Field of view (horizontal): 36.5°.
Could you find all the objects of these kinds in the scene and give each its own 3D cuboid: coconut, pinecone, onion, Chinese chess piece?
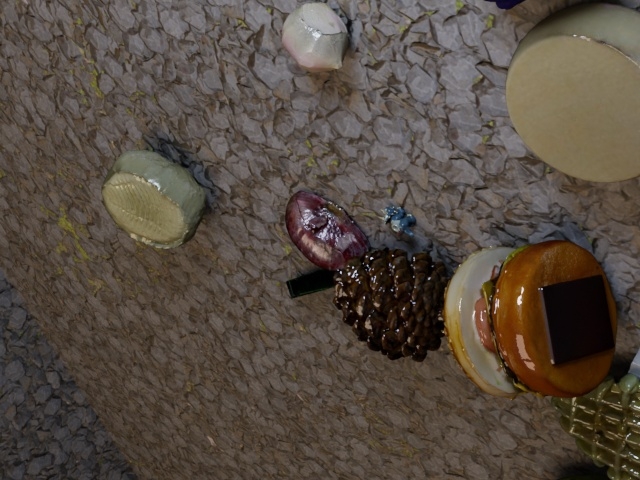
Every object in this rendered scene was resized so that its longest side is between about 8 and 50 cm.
[{"bbox_3d":[-0.003,-0.342,1.657,0.124,0.110,0.110,47,147,8],"label":"coconut"},{"bbox_3d":[0.144,0.120,1.908,0.272,0.224,0.224,17,138,37],"label":"pinecone"},{"bbox_3d":[0.000,0.000,2.028,0.206,0.098,0.151,35,144,12],"label":"onion"},{"bbox_3d":[0.395,-0.209,1.389,0.273,0.102,0.273,26,142,22],"label":"Chinese chess piece"}]

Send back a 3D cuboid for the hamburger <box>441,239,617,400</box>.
[{"bbox_3d":[0.355,0.135,1.666,0.291,0.291,0.225,53,146,-14],"label":"hamburger"}]

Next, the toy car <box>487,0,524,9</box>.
[{"bbox_3d":[0.256,-0.400,1.273,0.172,0.158,0.235,46,146,-2],"label":"toy car"}]

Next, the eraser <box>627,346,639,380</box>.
[{"bbox_3d":[0.594,0.290,1.772,0.092,0.046,0.212,25,142,25],"label":"eraser"}]

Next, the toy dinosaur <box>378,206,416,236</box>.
[{"bbox_3d":[0.151,-0.035,1.878,0.083,0.047,0.030,36,144,14],"label":"toy dinosaur"}]

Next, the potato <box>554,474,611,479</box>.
[{"bbox_3d":[0.563,0.586,1.990,0.304,0.216,0.216,-27,106,45],"label":"potato"}]

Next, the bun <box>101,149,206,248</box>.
[{"bbox_3d":[-0.375,-0.105,2.256,0.259,0.152,0.259,17,139,15],"label":"bun"}]

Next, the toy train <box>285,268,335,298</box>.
[{"bbox_3d":[0.001,0.089,2.173,0.209,0.042,0.044,-18,92,52],"label":"toy train"}]

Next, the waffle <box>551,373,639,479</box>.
[{"bbox_3d":[0.584,0.358,1.765,0.292,0.056,0.309,48,144,-7],"label":"waffle"}]
